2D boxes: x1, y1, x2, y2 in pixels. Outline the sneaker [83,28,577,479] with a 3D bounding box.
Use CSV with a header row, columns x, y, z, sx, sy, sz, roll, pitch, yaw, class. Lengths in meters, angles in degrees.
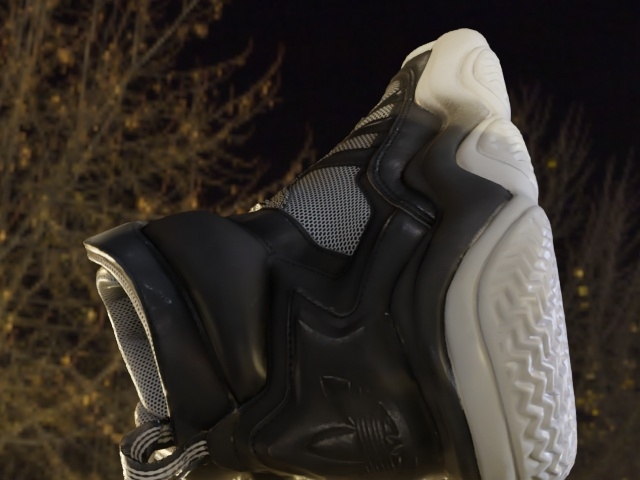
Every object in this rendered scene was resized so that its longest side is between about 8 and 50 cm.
x,y,z,sx,sy,sz,roll,pitch,yaw,class
0.000,0.000,0.459,0.153,0.268,0.101,-10,-65,6,sneaker
